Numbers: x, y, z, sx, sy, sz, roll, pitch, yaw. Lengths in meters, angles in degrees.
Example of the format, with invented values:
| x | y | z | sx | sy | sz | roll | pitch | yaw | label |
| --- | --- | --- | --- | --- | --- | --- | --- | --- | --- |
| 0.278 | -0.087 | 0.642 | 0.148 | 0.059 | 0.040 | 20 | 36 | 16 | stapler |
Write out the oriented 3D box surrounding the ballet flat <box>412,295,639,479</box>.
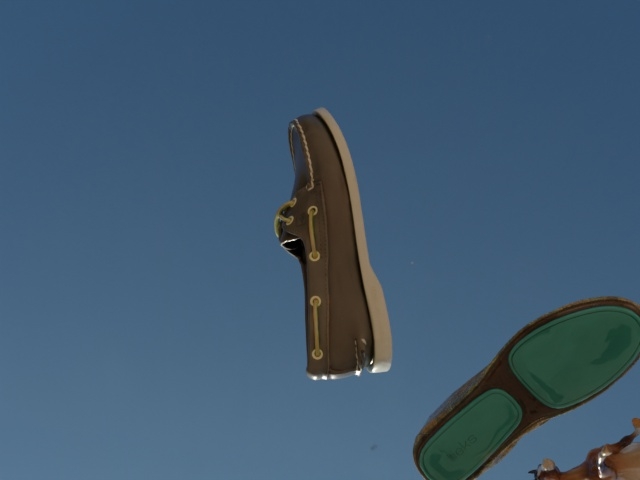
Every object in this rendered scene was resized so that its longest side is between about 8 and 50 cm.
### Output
| x | y | z | sx | sy | sz | roll | pitch | yaw | label |
| --- | --- | --- | --- | --- | --- | --- | --- | --- | --- |
| 0.258 | 0.181 | 1.102 | 0.348 | 0.123 | 0.123 | -43 | -95 | 16 | ballet flat |

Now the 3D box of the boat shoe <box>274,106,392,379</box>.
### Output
| x | y | z | sx | sy | sz | roll | pitch | yaw | label |
| --- | --- | --- | --- | --- | --- | --- | --- | --- | --- |
| 0.000 | -0.001 | 0.939 | 0.091 | 0.109 | 0.305 | -10 | -107 | -9 | boat shoe |

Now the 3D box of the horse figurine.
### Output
| x | y | z | sx | sy | sz | roll | pitch | yaw | label |
| --- | --- | --- | --- | --- | --- | --- | --- | --- | --- |
| 0.420 | 0.275 | 1.124 | 0.263 | 0.174 | 0.066 | -7 | -125 | -12 | horse figurine |
